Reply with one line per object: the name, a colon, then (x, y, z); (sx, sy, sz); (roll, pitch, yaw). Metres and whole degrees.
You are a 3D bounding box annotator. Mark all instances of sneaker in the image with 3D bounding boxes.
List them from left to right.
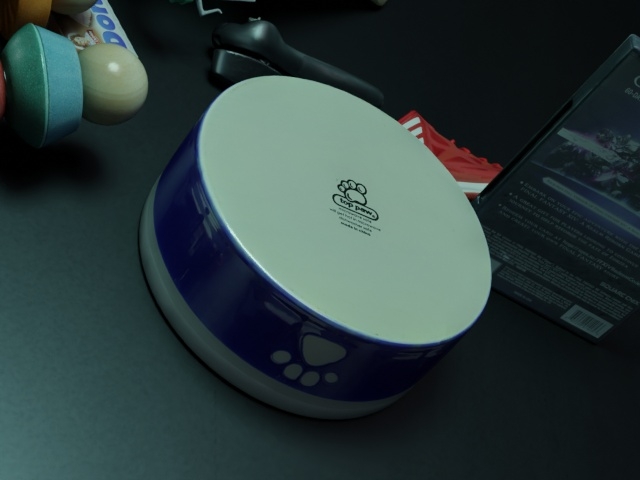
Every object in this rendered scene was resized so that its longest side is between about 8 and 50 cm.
sneaker: (0.144, -0.075, 1.031); (0.221, 0.087, 0.128); (2, 53, -39)

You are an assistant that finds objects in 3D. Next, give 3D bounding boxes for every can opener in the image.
can opener: (-0.023, -0.162, 1.015); (0.186, 0.073, 0.059); (15, 6, -32)

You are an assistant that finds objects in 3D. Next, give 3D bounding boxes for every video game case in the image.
video game case: (0.256, -0.030, 0.924); (0.196, 0.274, 0.026); (28, 39, -15)

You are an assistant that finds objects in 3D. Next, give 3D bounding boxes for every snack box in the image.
snack box: (-0.224, -0.218, 0.921); (0.064, 0.022, 0.178); (-7, 58, -43)

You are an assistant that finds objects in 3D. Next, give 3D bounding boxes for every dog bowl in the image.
dog bowl: (0.000, 0.000, 0.827); (0.264, 0.104, 0.265); (22, 42, -22)

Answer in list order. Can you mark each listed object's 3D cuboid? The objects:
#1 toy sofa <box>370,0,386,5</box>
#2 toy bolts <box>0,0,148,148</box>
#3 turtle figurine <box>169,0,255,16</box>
toy sofa: (-0.007, -0.377, 1.079); (0.150, 0.177, 0.362); (29, 11, 18)
toy bolts: (-0.209, -0.182, 0.758); (0.158, 0.218, 0.229); (-5, 63, -26)
turtle figurine: (-0.163, -0.294, 0.937); (0.234, 0.118, 0.175); (15, 20, -34)
